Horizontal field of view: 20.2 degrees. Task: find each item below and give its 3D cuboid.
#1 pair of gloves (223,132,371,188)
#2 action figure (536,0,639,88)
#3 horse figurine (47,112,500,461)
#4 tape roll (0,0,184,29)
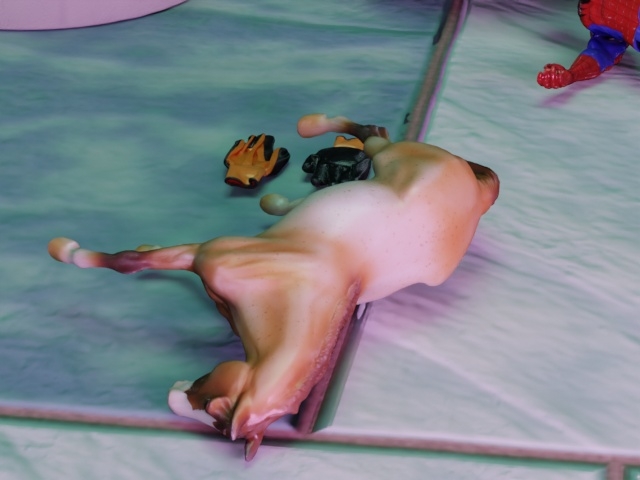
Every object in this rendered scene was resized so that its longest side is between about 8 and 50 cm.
[{"bbox_3d":[-0.013,-0.044,1.018,0.083,0.010,0.074,4,25,6],"label":"pair of gloves"},{"bbox_3d":[0.185,-0.125,1.076,0.139,0.091,0.280,-3,25,-24],"label":"action figure"},{"bbox_3d":[0.000,0.000,0.868,0.263,0.066,0.174,-26,30,-36],"label":"horse figurine"},{"bbox_3d":[-0.200,-0.273,1.316,0.246,0.169,0.246,-1,26,0],"label":"tape roll"}]
